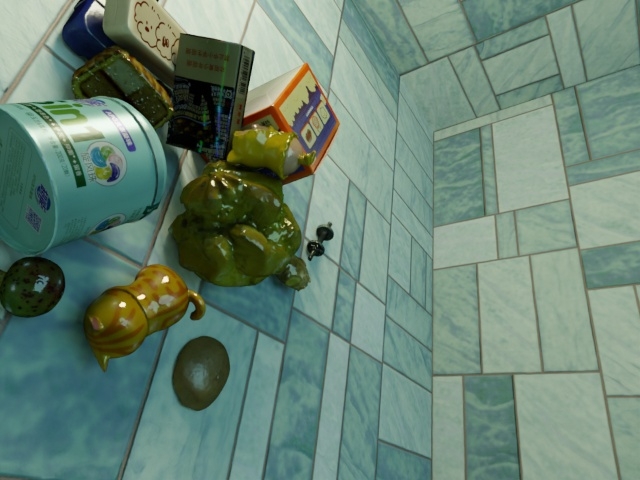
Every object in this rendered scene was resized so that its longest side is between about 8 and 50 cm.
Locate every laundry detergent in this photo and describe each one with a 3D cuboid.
[{"bbox_3d":[-0.508,-0.152,0.952,0.305,0.287,0.288,-33,107,-55],"label":"laundry detergent"}]

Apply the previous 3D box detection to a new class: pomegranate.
[{"bbox_3d":[-0.584,0.090,0.906,0.130,0.130,0.131,25,59,-51],"label":"pomegranate"}]

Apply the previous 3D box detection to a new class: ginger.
[{"bbox_3d":[-0.106,0.107,1.652,0.216,0.102,0.157,42,23,-39],"label":"ginger"}]

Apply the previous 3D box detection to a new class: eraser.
[{"bbox_3d":[-0.554,-0.614,1.206,0.155,0.101,0.333,41,46,-43],"label":"eraser"}]

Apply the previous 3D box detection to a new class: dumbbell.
[{"bbox_3d":[0.000,0.000,1.869,0.082,0.081,0.254,60,36,-25],"label":"dumbbell"}]

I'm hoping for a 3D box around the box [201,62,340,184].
[{"bbox_3d":[-0.165,-0.350,1.487,0.257,0.348,0.319,55,37,-30],"label":"box"}]

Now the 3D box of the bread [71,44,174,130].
[{"bbox_3d":[-0.500,-0.365,1.148,0.222,0.181,0.096,49,5,-40],"label":"bread"}]

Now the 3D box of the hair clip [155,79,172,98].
[{"bbox_3d":[-0.497,-0.407,1.276,0.195,0.052,0.124,-30,99,-51],"label":"hair clip"}]

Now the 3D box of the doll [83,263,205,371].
[{"bbox_3d":[-0.435,0.170,1.076,0.269,0.162,0.167,-32,122,-45],"label":"doll"}]

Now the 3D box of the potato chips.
[{"bbox_3d":[-0.319,0.369,1.272,0.208,0.061,0.196,-27,100,-55],"label":"potato chips"}]

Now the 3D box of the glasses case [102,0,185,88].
[{"bbox_3d":[-0.443,-0.540,1.221,0.336,0.076,0.144,23,71,-77],"label":"glasses case"}]

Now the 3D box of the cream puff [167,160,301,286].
[{"bbox_3d":[-0.245,-0.056,1.256,0.276,0.377,0.379,94,-1,-67],"label":"cream puff"}]

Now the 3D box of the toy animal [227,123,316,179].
[{"bbox_3d":[-0.131,-0.244,1.246,0.156,0.229,0.156,11,90,-79],"label":"toy animal"}]

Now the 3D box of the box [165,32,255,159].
[{"bbox_3d":[-0.312,-0.400,1.265,0.084,0.198,0.311,-28,133,-70],"label":"box"}]
